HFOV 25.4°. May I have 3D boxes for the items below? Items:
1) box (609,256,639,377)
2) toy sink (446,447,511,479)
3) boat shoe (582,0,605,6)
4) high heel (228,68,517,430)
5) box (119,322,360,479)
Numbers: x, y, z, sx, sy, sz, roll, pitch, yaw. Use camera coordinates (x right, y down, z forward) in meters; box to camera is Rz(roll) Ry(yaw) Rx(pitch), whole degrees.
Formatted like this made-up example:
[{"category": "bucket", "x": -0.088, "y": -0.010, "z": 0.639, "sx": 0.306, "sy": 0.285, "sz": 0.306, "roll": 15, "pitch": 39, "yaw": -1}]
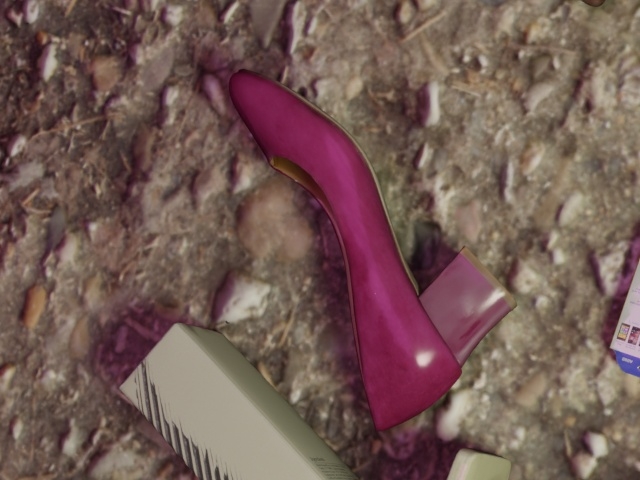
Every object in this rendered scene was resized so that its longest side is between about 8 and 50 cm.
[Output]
[{"category": "box", "x": 0.321, "y": 0.063, "z": 1.302, "sx": 0.081, "sy": 0.028, "sz": 0.136, "roll": 19, "pitch": 91, "yaw": 23}, {"category": "toy sink", "x": 0.161, "y": 0.317, "z": 1.247, "sx": 0.131, "sy": 0.153, "sz": 0.234, "roll": 18, "pitch": 85, "yaw": 23}, {"category": "boat shoe", "x": 0.207, "y": -0.304, "z": 1.398, "sx": 0.207, "sy": 0.073, "sz": 0.073, "roll": 43, "pitch": 136, "yaw": 29}, {"category": "high heel", "x": 0.000, "y": 0.000, "z": 1.379, "sx": 0.181, "sy": 0.127, "sz": 0.377, "roll": -44, "pitch": 71, "yaw": -4}, {"category": "box", "x": -0.061, "y": 0.207, "z": 1.378, "sx": 0.275, "sy": 0.113, "sz": 0.094, "roll": 44, "pitch": 98, "yaw": 24}]
